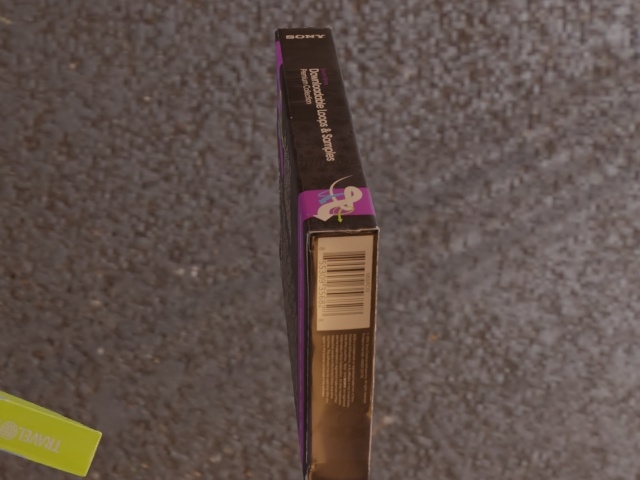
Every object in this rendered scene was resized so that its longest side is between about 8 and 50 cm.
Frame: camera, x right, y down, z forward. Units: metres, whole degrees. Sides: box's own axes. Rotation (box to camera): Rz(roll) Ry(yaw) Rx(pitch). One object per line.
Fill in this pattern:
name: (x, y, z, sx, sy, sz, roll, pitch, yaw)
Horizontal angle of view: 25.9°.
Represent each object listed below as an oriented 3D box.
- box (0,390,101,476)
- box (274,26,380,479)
box: (-0.273, 0.132, 1.092, 0.178, 0.109, 0.042, 26, 79, -33)
box: (0.000, 0.000, 0.555, 0.029, 0.162, 0.116, -3, 124, -6)
